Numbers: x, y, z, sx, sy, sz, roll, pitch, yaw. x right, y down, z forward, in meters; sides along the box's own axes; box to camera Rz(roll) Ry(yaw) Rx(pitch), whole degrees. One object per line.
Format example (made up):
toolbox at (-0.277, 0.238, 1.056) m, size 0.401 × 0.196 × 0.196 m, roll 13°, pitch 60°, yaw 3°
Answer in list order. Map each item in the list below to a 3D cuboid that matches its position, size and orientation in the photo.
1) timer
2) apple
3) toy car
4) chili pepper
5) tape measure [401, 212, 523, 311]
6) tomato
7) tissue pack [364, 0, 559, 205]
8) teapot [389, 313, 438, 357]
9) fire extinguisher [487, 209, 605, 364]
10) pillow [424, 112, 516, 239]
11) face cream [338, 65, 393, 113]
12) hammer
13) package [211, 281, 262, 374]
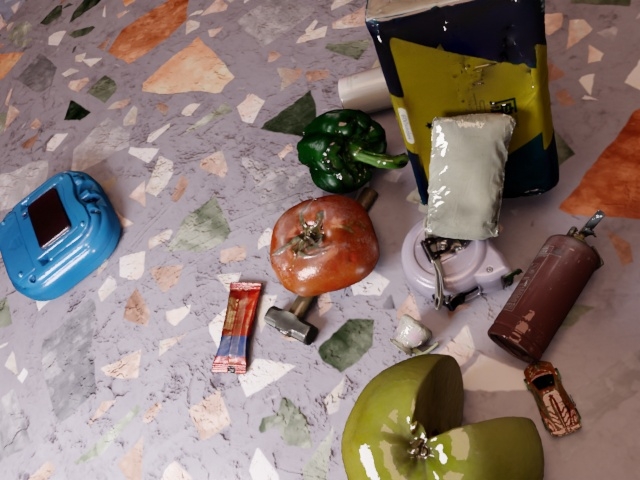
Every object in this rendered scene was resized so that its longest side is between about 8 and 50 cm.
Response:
timer at (-0.705, -0.024, 1.459) m, size 0.309 × 0.115 × 0.340 m, roll -38°, pitch 55°, yaw -2°
apple at (0.174, 0.311, 0.806) m, size 0.292 × 0.254 × 0.292 m, roll -12°, pitch 62°, yaw 23°
toy car at (0.372, 0.251, 0.880) m, size 0.059 × 0.035 × 0.122 m, roll -25°, pitch 58°, yaw 15°
chili pepper at (0.066, -0.195, 1.160) m, size 0.174 × 0.165 × 0.261 m, roll -47°, pitch 31°, yaw -18°
tape measure at (0.240, 0.031, 1.014) m, size 0.178 × 0.105 × 0.196 m, roll -33°, pitch 57°, yaw 5°
tomato at (0.000, 0.000, 1.101) m, size 0.236 × 0.095 × 0.237 m, roll -10°, pitch 58°, yaw 17°
tissue pack at (0.260, -0.288, 0.961) m, size 0.264 × 0.416 × 0.253 m, roll -7°, pitch 45°, yaw 20°
teapot at (0.170, 0.180, 0.998) m, size 0.083 × 0.064 × 0.064 m, roll 35°, pitch 89°, yaw 2°
fire extinguisher at (0.395, 0.072, 0.923) m, size 0.105 × 0.105 × 0.269 m, roll 31°, pitch 78°, yaw 33°
pillow at (0.245, -0.101, 0.913) m, size 0.128 × 0.229 × 0.051 m, roll 5°, pitch 32°, yaw 11°
face cream at (0.216, -0.367, 1.238) m, size 0.345 × 0.102 × 0.102 m, roll -9°, pitch 61°, yaw 20°
hammer at (0.020, 0.040, 1.146) m, size 0.111 × 0.043 × 0.365 m, roll 22°, pitch 73°, yaw 33°
package at (-0.177, 0.184, 1.166) m, size 0.083 × 0.022 × 0.200 m, roll -3°, pitch 64°, yaw 23°
